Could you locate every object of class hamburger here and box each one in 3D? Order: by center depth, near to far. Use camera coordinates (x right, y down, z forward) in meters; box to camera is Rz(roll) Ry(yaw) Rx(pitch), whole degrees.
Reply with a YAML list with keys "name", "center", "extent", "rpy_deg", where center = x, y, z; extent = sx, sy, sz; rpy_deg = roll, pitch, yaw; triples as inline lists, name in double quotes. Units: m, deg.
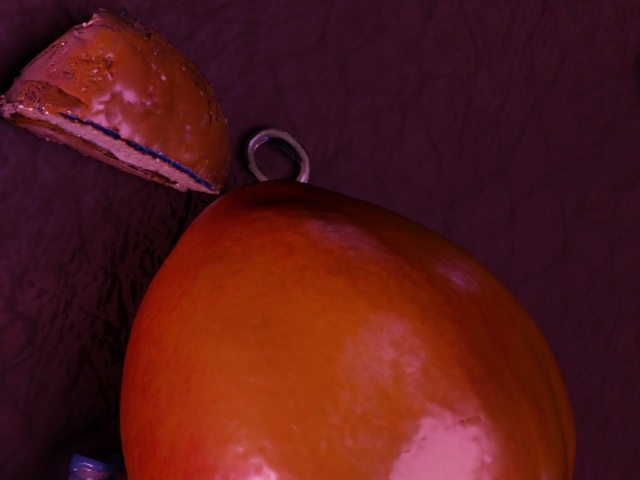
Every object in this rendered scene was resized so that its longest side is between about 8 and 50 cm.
- name: "hamburger"
  center: [-0.121, -0.098, 0.979]
  extent: [0.176, 0.087, 0.102]
  rpy_deg: [22, 88, -35]

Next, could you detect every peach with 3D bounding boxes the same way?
- name: "peach"
  center: [-0.001, 0.115, 0.976]
  extent: [0.308, 0.289, 0.289]
  rpy_deg: [42, 69, 9]

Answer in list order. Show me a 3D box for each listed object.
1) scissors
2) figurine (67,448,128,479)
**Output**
- name: "scissors"
  center: [0.000, 0.000, 1.130]
  extent: [0.187, 0.020, 0.134]
  rpy_deg: [19, 93, -36]
- name: "figurine"
  center: [-0.178, 0.267, 1.024]
  extent: [0.205, 0.102, 0.260]
  rpy_deg: [22, 84, -73]
